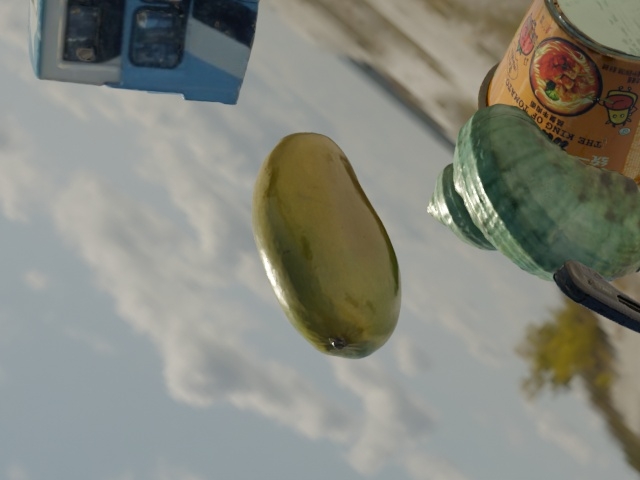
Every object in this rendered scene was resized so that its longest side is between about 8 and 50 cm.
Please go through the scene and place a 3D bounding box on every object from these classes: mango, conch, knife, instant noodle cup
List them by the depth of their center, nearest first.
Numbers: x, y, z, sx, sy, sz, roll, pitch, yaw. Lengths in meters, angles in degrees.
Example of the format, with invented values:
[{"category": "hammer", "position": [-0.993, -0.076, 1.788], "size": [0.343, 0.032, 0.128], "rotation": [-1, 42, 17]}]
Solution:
[{"category": "knife", "position": [0.217, 0.049, 1.336], "size": [0.121, 0.018, 0.031], "rotation": [28, -150, -21]}, {"category": "mango", "position": [-0.002, 0.002, 1.432], "size": [0.122, 0.085, 0.191], "rotation": [3, -123, -50]}, {"category": "conch", "position": [0.182, -0.035, 1.640], "size": [0.188, 0.122, 0.176], "rotation": [31, 165, 50]}, {"category": "instant noodle cup", "position": [0.283, -0.177, 1.901], "size": [0.216, 0.216, 0.172], "rotation": [42, 141, 22]}]

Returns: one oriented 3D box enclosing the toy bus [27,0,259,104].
[{"category": "toy bus", "position": [-0.075, -0.219, 0.942], "size": [0.131, 0.297, 0.106], "rotation": [1, -147, -11]}]
